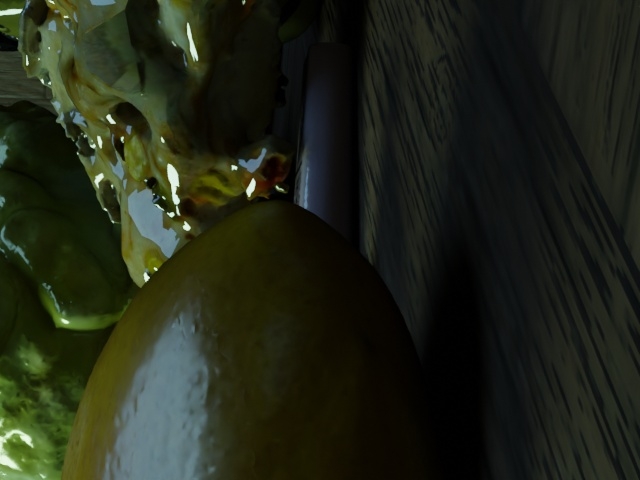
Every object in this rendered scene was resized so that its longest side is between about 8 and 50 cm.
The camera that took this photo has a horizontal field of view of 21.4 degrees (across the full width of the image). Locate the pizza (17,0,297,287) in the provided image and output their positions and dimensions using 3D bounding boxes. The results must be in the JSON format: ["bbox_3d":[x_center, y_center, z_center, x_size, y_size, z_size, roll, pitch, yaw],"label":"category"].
[{"bbox_3d":[-0.089,-0.063,0.900,0.071,0.189,0.297,-41,-36,-38],"label":"pizza"}]

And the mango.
[{"bbox_3d":[-0.026,0.110,0.617,0.187,0.138,0.257,-159,64,-69],"label":"mango"}]

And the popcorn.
[{"bbox_3d":[-0.173,0.039,1.160,0.312,0.312,0.312,-179,90,-83],"label":"popcorn"}]

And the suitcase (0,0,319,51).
[{"bbox_3d":[-0.108,-0.208,1.011,0.143,0.235,0.194,21,-111,-71],"label":"suitcase"}]

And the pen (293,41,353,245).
[{"bbox_3d":[0.000,0.000,0.854,0.053,0.032,0.197,121,151,-75],"label":"pen"}]
